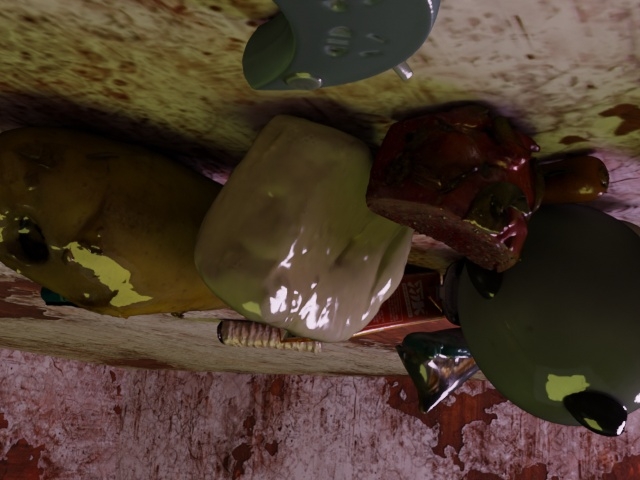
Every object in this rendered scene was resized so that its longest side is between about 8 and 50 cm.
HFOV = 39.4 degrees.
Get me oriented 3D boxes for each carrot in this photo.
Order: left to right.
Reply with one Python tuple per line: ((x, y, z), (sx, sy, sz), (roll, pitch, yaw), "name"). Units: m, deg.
((0.156, -0.045, 0.762), (0.037, 0.037, 0.190), (16, 166, -43), "carrot")

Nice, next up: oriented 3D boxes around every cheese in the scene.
((-0.001, -0.001, 0.737), (0.093, 0.159, 0.263), (30, 178, 25), "cheese")

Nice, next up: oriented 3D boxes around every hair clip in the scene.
((0.219, 0.135, 1.141), (0.358, 0.096, 0.110), (-9, 156, -46), "hair clip")

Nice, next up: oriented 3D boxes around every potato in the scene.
((-0.161, -0.010, 0.758), (0.300, 0.140, 0.173), (19, -169, -46), "potato")

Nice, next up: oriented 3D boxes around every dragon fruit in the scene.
((0.118, -0.043, 0.644), (0.147, 0.102, 0.096), (16, 161, -26), "dragon fruit")

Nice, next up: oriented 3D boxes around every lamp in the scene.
((0.226, 0.054, 0.790), (0.197, 0.198, 0.244), (-4, -169, 33), "lamp")

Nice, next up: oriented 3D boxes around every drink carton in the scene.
((0.053, 0.084, 1.161), (0.222, 0.071, 0.096), (-5, 176, -42), "drink carton")

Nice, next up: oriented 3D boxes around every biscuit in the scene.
((-0.103, 0.197, 1.827), (0.219, 0.061, 0.055), (1, 164, 8), "biscuit")

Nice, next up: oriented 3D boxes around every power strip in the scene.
((-0.007, -0.123, 0.435), (0.137, 0.044, 0.216), (-2, 165, 22), "power strip")

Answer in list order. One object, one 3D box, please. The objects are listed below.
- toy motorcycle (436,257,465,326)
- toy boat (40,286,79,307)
((0.272, 0.068, 1.103), (0.263, 0.091, 0.157), (1, 175, 23), "toy motorcycle")
((-0.249, 0.020, 1.060), (0.134, 0.092, 0.298), (-24, -168, -34), "toy boat")
